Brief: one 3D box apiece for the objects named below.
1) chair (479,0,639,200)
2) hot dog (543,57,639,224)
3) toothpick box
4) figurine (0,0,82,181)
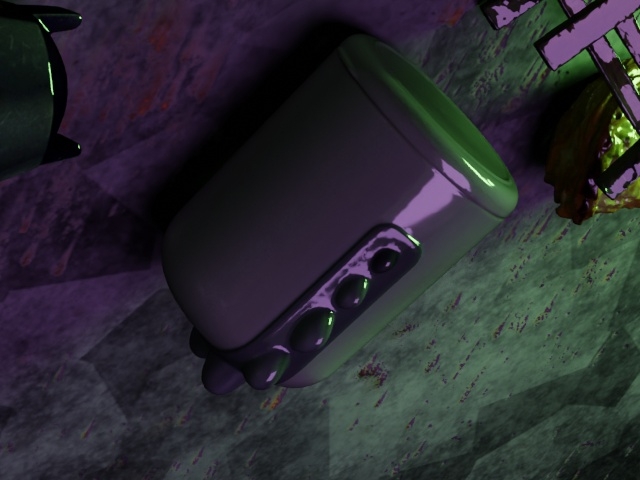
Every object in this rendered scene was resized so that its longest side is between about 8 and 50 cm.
[{"bbox_3d":[0.392,-0.225,1.648,0.416,0.203,0.240,-37,110,2],"label":"chair"},{"bbox_3d":[0.341,-0.107,1.885,0.259,0.114,0.175,-14,135,-29],"label":"hot dog"},{"bbox_3d":[0.000,0.000,1.616,0.316,0.229,0.229,-44,144,12],"label":"toothpick box"},{"bbox_3d":[-0.302,-0.100,1.321,0.309,0.143,0.308,-20,143,-16],"label":"figurine"}]
